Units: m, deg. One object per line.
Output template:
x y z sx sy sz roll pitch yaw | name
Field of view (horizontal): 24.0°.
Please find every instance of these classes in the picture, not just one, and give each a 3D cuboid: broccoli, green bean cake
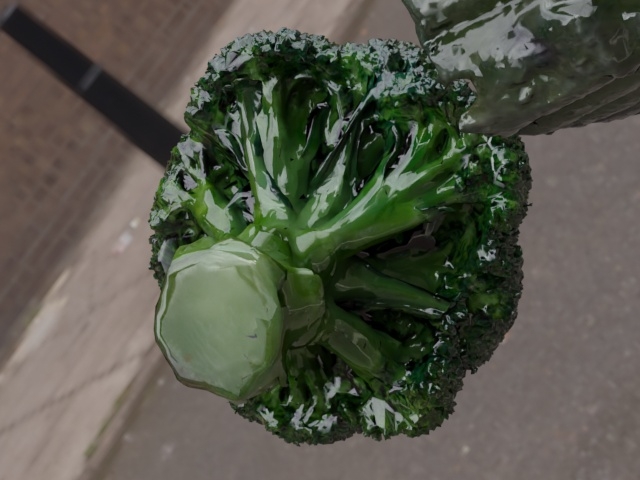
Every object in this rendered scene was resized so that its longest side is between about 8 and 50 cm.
0.000 0.000 0.995 0.297 0.297 0.297 -47 -6 19 | broccoli
0.107 -0.142 0.623 0.094 0.181 0.173 -24 -10 41 | green bean cake
